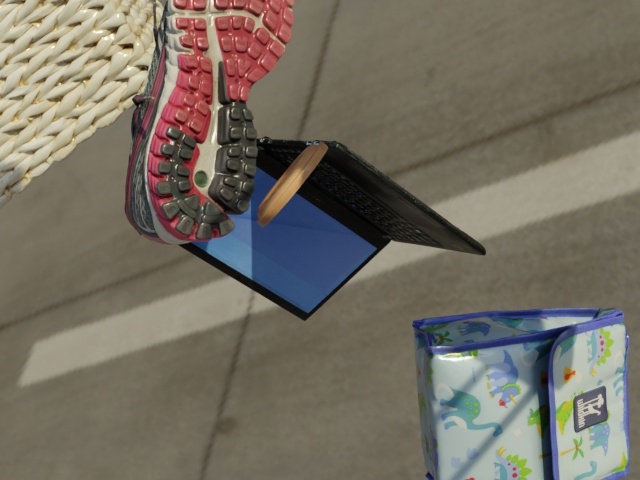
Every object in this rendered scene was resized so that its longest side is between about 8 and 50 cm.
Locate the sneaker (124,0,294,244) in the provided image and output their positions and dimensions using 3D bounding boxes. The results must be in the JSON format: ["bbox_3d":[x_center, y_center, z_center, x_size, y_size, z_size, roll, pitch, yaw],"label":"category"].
[{"bbox_3d":[-0.112,-0.144,1.047,0.112,0.121,0.299,-8,65,55],"label":"sneaker"}]

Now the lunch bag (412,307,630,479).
[{"bbox_3d":[0.150,0.119,0.867,0.151,0.129,0.096,-6,12,-6],"label":"lunch bag"}]

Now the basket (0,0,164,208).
[{"bbox_3d":[-0.355,-0.227,1.351,0.328,0.266,0.331,-35,18,8],"label":"basket"}]

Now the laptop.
[{"bbox_3d":[0.000,0.000,1.327,0.264,0.234,0.137,10,71,56],"label":"laptop"}]

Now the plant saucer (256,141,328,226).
[{"bbox_3d":[-0.025,-0.047,0.960,0.083,0.013,0.083,-50,6,7],"label":"plant saucer"}]
